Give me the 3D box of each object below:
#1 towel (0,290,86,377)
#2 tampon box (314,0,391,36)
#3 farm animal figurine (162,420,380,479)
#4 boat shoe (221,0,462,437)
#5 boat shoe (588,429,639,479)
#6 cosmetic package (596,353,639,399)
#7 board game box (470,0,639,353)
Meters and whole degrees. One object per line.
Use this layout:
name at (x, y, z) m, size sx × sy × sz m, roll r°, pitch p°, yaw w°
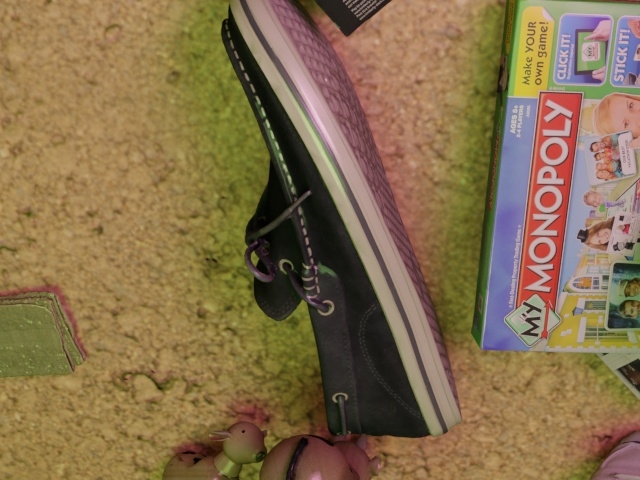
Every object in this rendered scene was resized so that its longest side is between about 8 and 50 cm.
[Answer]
towel at (-0.346, 0.107, 1.178) m, size 0.148 × 0.027 × 0.110 m, roll -7°, pitch 119°, yaw 11°
tampon box at (0.012, -0.273, 0.855) m, size 0.101 × 0.120 × 0.161 m, roll -36°, pitch 109°, yaw 25°
farm animal figurine at (-0.019, 0.276, 1.138) m, size 0.330 × 0.172 × 0.327 m, roll 12°, pitch 162°, yaw 1°
boat shoe at (0.000, 0.000, 0.981) m, size 0.156 × 0.187 × 0.500 m, roll -16°, pitch 121°, yaw 10°
boat shoe at (0.412, 0.296, 0.997) m, size 0.367 × 0.156 × 0.136 m, roll 20°, pitch 124°, yaw 41°
cosmetic package at (0.298, 0.061, 1.039) m, size 0.099 × 0.060 × 0.239 m, roll -39°, pitch 107°, yaw 23°
board game box at (0.257, -0.052, 0.934) m, size 0.213 × 0.046 × 0.317 m, roll 1°, pitch 108°, yaw -5°
